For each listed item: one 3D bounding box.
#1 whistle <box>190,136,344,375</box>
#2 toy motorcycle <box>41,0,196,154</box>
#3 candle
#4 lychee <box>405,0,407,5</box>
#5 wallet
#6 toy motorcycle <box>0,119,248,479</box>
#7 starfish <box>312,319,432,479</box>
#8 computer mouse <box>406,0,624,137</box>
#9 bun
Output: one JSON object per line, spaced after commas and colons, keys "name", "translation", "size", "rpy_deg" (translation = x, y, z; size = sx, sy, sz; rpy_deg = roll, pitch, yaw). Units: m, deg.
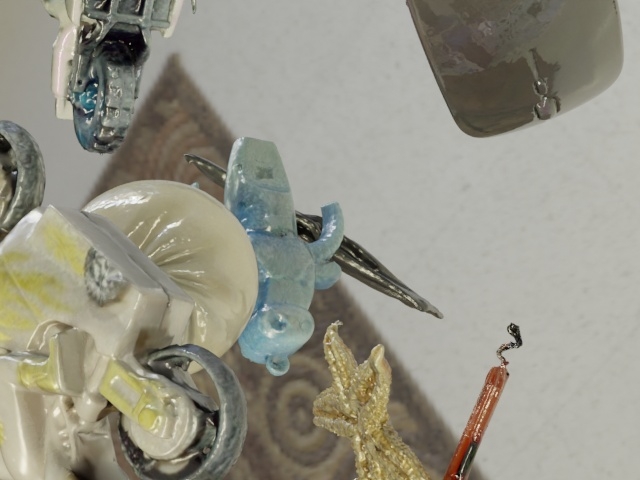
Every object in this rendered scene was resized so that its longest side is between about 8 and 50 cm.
{"name": "whistle", "translation": [-0.056, 0.013, 1.585], "size": [0.093, 0.180, 0.269], "rpy_deg": [-40, 50, 53]}
{"name": "toy motorcycle", "translation": [-0.150, -0.196, 1.059], "size": [0.239, 0.108, 0.204], "rpy_deg": [-63, 32, 10]}
{"name": "candle", "translation": [0.141, 0.151, 1.336], "size": [0.167, 0.021, 0.026], "rpy_deg": [-65, 16, -8]}
{"name": "lychee", "translation": [0.109, -0.205, 1.070], "size": [0.123, 0.123, 0.129], "rpy_deg": [47, 130, 29]}
{"name": "wallet", "translation": [0.000, 0.000, 1.786], "size": [0.323, 0.247, 0.041], "rpy_deg": [30, 87, 10]}
{"name": "toy motorcycle", "translation": [-0.194, 0.083, 1.044], "size": [0.341, 0.108, 0.223], "rpy_deg": [43, 104, 30]}
{"name": "starfish", "translation": [0.047, 0.186, 1.383], "size": [0.231, 0.048, 0.295], "rpy_deg": [62, 159, 7]}
{"name": "computer mouse", "translation": [0.122, -0.130, 0.941], "size": [0.120, 0.232, 0.057], "rpy_deg": [-20, 59, 6]}
{"name": "bun", "translation": [-0.139, 0.037, 1.269], "size": [0.173, 0.120, 0.172], "rpy_deg": [2, 107, 5]}
